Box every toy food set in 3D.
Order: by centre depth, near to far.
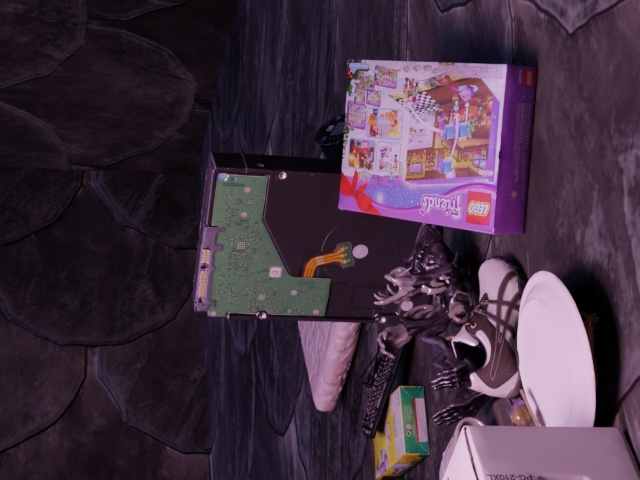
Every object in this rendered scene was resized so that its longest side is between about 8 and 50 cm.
[{"bbox_3d":[0.229,0.222,1.536,0.122,0.019,0.078,72,178,-47],"label":"toy food set"}]

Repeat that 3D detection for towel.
[{"bbox_3d":[0.022,0.079,2.448,0.317,0.053,0.331,-103,21,-50],"label":"towel"}]

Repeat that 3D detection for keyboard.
[{"bbox_3d":[0.087,0.196,2.070,0.100,0.038,0.192,173,117,-83],"label":"keyboard"}]

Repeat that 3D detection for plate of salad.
[{"bbox_3d":[0.256,0.130,1.468,0.200,0.048,0.199,172,90,-77],"label":"plate of salad"}]

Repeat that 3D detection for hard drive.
[{"bbox_3d":[0.000,0.000,1.938,0.064,0.339,0.236,-113,28,-60],"label":"hard drive"}]

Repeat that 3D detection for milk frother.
[{"bbox_3d":[0.089,-0.131,2.132,0.143,0.129,0.134,13,140,48],"label":"milk frother"}]

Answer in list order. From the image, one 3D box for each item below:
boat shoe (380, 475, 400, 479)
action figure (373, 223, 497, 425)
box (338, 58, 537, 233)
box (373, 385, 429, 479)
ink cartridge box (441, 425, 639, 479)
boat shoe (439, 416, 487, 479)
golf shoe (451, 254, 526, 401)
[{"bbox_3d":[0.120,0.364,1.998,0.133,0.049,0.042,-149,59,-68],"label":"boat shoe"},{"bbox_3d":[0.135,0.089,1.774,0.164,0.141,0.275,74,-179,-47],"label":"action figure"},{"bbox_3d":[0.139,-0.123,1.738,0.293,0.057,0.200,12,100,51],"label":"box"},{"bbox_3d":[0.113,0.290,2.055,0.179,0.043,0.105,126,144,-63],"label":"box"},{"bbox_3d":[0.203,0.295,1.395,0.100,0.172,0.237,-102,19,-45],"label":"ink cartridge box"},{"bbox_3d":[0.197,0.308,1.610,0.267,0.096,0.088,-95,8,-60],"label":"boat shoe"},{"bbox_3d":[0.197,0.096,1.628,0.077,0.094,0.198,105,163,-46],"label":"golf shoe"}]
